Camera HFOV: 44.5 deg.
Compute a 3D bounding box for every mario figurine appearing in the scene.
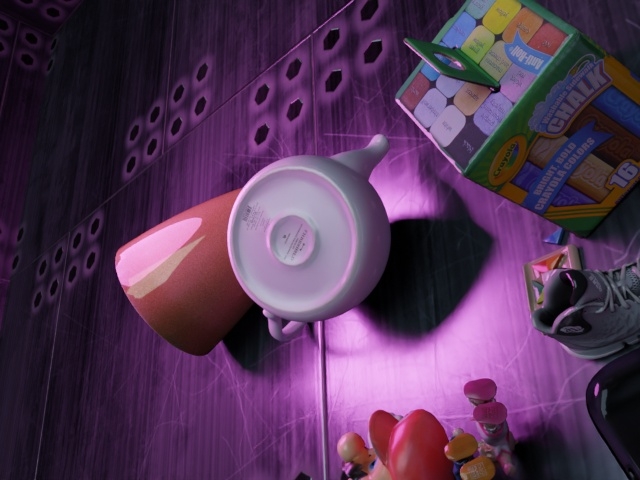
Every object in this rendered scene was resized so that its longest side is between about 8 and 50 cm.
[{"bbox_3d":[0.029,0.314,0.952,0.320,0.170,0.198,-54,32,22],"label":"mario figurine"}]

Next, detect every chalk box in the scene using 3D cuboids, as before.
[{"bbox_3d":[0.219,-0.157,0.855,0.179,0.289,0.180,-52,40,20],"label":"chalk box"}]

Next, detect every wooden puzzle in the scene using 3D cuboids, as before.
[{"bbox_3d":[0.272,0.046,0.917,0.078,0.014,0.116,-34,48,36],"label":"wooden puzzle"}]

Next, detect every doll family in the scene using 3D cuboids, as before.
[{"bbox_3d":[0.175,0.281,0.810,0.118,0.163,0.263,-21,49,5],"label":"doll family"}]

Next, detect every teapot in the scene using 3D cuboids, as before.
[{"bbox_3d":[0.000,0.000,1.146,0.256,0.187,0.252,-20,84,25],"label":"teapot"}]

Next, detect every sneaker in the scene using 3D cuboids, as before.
[{"bbox_3d":[0.309,0.048,0.772,0.228,0.132,0.086,-38,46,34],"label":"sneaker"}]

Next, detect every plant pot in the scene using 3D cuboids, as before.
[{"bbox_3d":[-0.170,0.027,1.329,0.254,0.237,0.237,-38,44,11],"label":"plant pot"}]

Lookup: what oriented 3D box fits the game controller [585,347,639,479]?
[{"bbox_3d":[0.361,0.207,0.650,0.166,0.067,0.319,-31,45,8],"label":"game controller"}]
